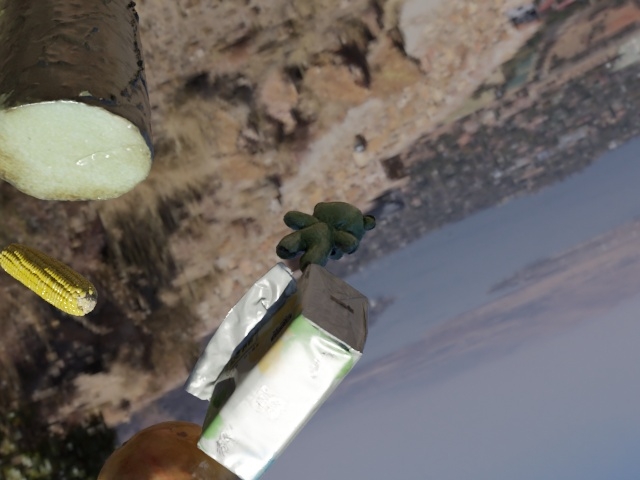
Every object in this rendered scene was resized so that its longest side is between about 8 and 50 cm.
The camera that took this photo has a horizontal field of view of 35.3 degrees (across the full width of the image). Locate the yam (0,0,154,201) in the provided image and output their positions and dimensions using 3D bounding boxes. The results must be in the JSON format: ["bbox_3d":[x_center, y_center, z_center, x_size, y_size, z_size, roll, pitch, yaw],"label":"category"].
[{"bbox_3d":[-0.257,-0.159,1.020,0.168,0.304,0.168,-7,131,-8],"label":"yam"}]

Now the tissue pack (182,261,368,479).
[{"bbox_3d":[-0.063,0.146,1.230,0.229,0.145,0.159,-53,-171,21],"label":"tissue pack"}]

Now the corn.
[{"bbox_3d":[-0.441,0.062,1.635,0.067,0.206,0.067,-38,142,-39],"label":"corn"}]

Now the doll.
[{"bbox_3d":[0.000,0.000,1.335,0.150,0.115,0.077,-35,141,-47],"label":"doll"}]

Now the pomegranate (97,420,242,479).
[{"bbox_3d":[-0.193,0.330,1.308,0.191,0.191,0.191,-22,170,-4],"label":"pomegranate"}]
